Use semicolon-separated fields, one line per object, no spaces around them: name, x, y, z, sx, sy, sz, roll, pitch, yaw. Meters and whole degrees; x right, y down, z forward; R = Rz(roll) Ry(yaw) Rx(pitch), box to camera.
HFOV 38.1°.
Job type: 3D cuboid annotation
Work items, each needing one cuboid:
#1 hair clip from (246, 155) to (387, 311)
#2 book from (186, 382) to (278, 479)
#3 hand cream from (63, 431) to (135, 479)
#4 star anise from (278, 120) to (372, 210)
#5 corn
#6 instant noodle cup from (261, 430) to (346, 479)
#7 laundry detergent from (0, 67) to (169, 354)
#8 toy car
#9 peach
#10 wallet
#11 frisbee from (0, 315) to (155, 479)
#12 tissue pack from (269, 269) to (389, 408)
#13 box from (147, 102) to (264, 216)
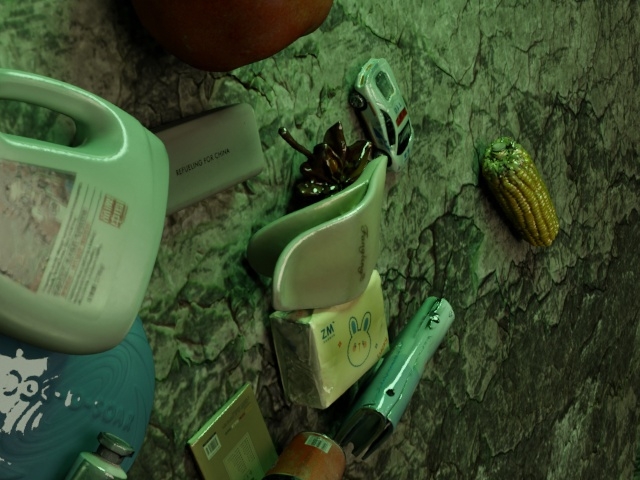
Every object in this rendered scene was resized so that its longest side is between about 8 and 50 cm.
hair clip;0.016;0.006;1.315;0.282;0.113;0.173;-21;129;-33
book;-0.110;0.317;1.292;0.138;0.016;0.199;-43;125;-45
hand cream;-0.285;0.334;0.992;0.271;0.058;0.091;-60;141;-8
star anise;0.013;-0.111;1.383;0.177;0.073;0.234;-44;142;-34
corn;0.419;-0.093;1.921;0.318;0.115;0.115;48;55;-43
instant noodle cup;-0.027;0.345;1.304;0.136;0.127;0.127;-57;134;-48
laundry detergent;-0.333;-0.062;0.870;0.397;0.124;0.264;28;71;-43
toy car;0.111;-0.205;1.537;0.095;0.056;0.205;-56;133;-38
peach;-0.103;-0.329;1.096;0.252;0.252;0.253;-4;95;-54
wallet;0.119;0.219;1.485;0.250;0.075;0.176;-53;175;-38
frisbee;-0.280;0.177;1.024;0.289;0.049;0.290;-3;94;-54
tissue pack;0.019;0.142;1.395;0.196;0.092;0.148;-33;120;-48
box;-0.168;-0.099;1.161;0.243;0.055;0.103;-31;116;-50
